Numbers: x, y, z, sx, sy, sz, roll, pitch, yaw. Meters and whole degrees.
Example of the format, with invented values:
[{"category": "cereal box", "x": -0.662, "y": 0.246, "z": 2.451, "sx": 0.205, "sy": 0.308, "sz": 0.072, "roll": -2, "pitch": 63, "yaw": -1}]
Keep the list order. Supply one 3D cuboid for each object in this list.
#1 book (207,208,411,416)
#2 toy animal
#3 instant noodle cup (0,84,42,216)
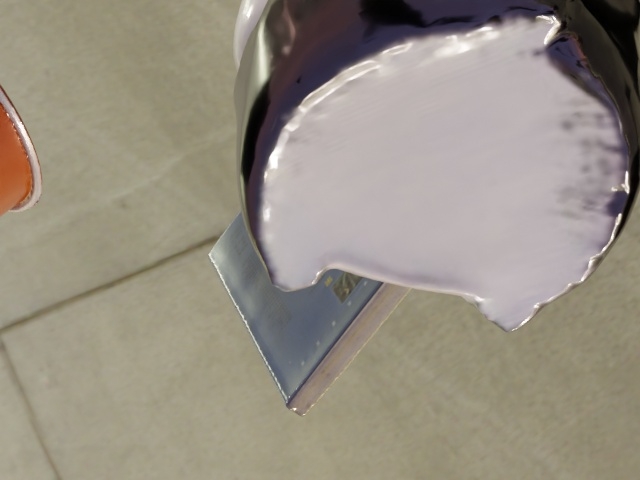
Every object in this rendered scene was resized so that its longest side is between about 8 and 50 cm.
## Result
[{"category": "book", "x": 0.000, "y": 0.000, "z": 1.081, "sx": 0.191, "sy": 0.025, "sz": 0.269, "roll": -52, "pitch": 29, "yaw": 9}, {"category": "toy animal", "x": 0.075, "y": -0.116, "z": 0.791, "sx": 0.251, "sy": 0.310, "sz": 0.251, "roll": 1, "pitch": 128, "yaw": 1}, {"category": "instant noodle cup", "x": -0.330, "y": -0.050, "z": 0.834, "sx": 0.250, "sy": 0.192, "sz": 0.250, "roll": 33, "pitch": 154, "yaw": 19}]
